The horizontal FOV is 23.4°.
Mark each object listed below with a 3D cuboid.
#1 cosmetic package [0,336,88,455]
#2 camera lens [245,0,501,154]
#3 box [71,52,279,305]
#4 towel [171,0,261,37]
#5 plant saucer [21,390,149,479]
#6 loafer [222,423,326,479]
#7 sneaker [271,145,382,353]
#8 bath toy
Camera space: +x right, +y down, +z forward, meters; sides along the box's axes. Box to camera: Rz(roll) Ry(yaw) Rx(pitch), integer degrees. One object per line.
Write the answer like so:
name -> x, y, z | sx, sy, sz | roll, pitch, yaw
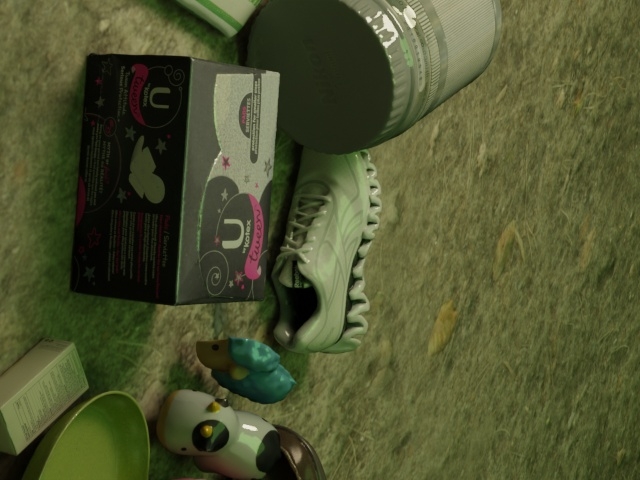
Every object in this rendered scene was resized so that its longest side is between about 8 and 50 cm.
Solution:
cosmetic package -> -0.283, 0.151, 1.512 | 0.115, 0.041, 0.060 | -43, 131, -45
camera lens -> 0.070, -0.242, 1.823 | 0.274, 0.219, 0.219 | -38, 126, -48
box -> -0.144, -0.062, 1.596 | 0.163, 0.142, 0.247 | 0, 96, -57
towel -> -0.083, -0.398, 1.651 | 0.248, 0.038, 0.325 | 28, 88, -55
plant saucer -> -0.247, 0.265, 1.560 | 0.241, 0.037, 0.241 | 12, 90, -70
loafer -> -0.088, 0.392, 1.773 | 0.130, 0.134, 0.366 | 20, 79, -57
sneaker -> 0.000, 0.000, 1.876 | 0.118, 0.110, 0.292 | -6, 101, -48
bath toy -> -0.122, 0.284, 1.674 | 0.151, 0.129, 0.348 | 21, 71, -20
